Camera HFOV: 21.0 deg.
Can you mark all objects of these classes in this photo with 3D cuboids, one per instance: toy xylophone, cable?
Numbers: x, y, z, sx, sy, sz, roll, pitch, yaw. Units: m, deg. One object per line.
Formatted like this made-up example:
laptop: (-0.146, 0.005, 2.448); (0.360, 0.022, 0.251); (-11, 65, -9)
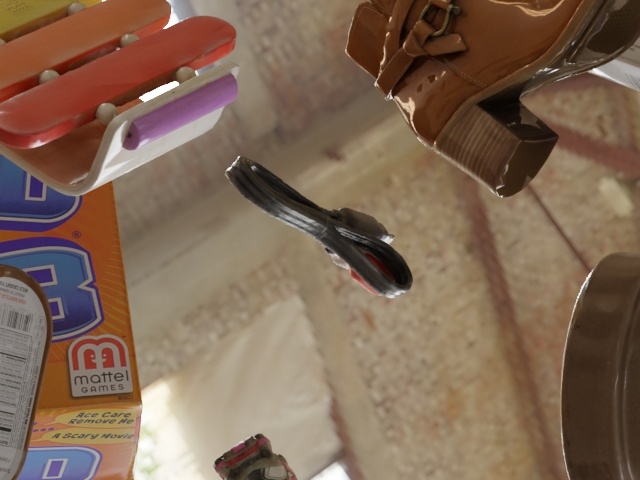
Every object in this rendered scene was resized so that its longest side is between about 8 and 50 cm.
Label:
toy xylophone: (-0.220, -0.120, 1.139); (0.323, 0.236, 0.081); (27, -50, 20)
cable: (0.000, 0.000, 1.870); (0.287, 0.072, 0.139); (18, 35, -49)

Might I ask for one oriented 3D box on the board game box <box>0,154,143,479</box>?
board game box: (-0.378, 0.097, 1.685); (0.356, 0.356, 0.356); (105, -22, -57)

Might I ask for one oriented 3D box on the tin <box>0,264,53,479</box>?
tin: (-0.259, 0.110, 1.308); (0.040, 0.189, 0.106); (2, -12, 41)

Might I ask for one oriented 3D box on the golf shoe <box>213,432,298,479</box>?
golf shoe: (-0.050, 0.240, 1.604); (0.086, 0.067, 0.186); (57, -3, 17)

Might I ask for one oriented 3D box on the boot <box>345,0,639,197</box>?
boot: (0.154, -0.205, 1.484); (0.220, 0.109, 0.283); (45, -58, 29)

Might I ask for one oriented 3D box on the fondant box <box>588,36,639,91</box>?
fondant box: (0.411, -0.279, 1.618); (0.238, 0.330, 0.096); (25, -4, 27)

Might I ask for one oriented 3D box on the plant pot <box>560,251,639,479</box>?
plant pot: (0.376, 0.145, 1.626); (0.229, 0.263, 0.263); (3, -52, 31)
